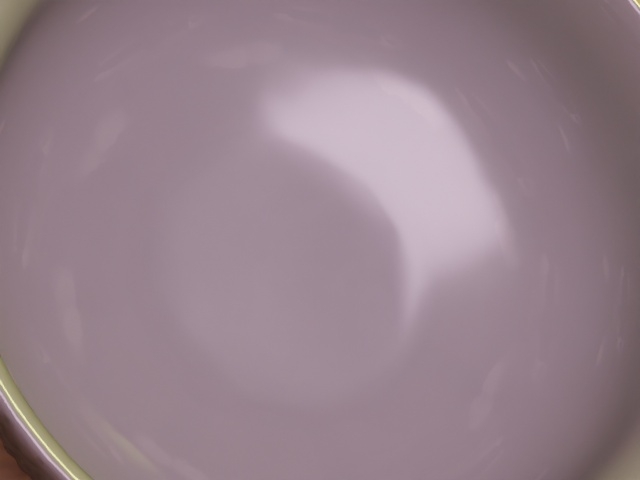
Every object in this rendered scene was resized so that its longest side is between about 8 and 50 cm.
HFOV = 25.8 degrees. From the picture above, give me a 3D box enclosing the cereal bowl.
[{"bbox_3d":[0.000,0.000,0.616,0.339,0.141,0.339,6,69,-15],"label":"cereal bowl"}]
